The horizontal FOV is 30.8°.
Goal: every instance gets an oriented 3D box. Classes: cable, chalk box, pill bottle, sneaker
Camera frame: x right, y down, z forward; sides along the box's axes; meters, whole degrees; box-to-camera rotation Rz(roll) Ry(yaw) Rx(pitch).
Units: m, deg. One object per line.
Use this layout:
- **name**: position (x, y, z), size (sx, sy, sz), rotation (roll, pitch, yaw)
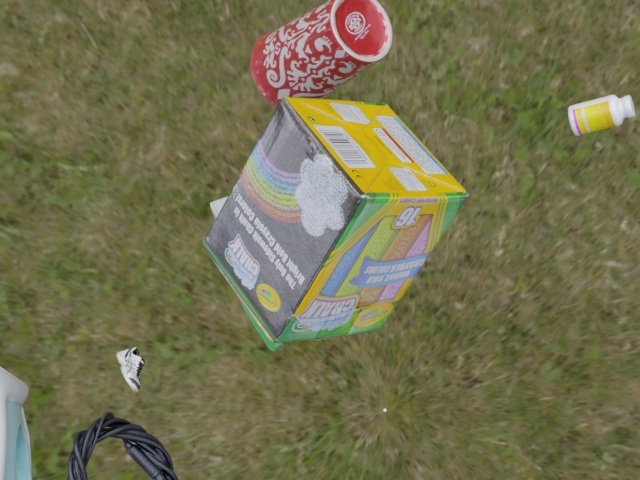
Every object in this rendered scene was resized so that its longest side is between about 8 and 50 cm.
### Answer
- **cable**: position (-0.242, 0.302, 1.436), size (0.150, 0.047, 0.184), rotation (0, 76, -32)
- **chalk box**: position (0.000, 0.000, 1.003), size (0.132, 0.132, 0.213), rotation (52, 127, 31)
- **pill bottle**: position (0.381, -0.172, 1.577), size (0.083, 0.043, 0.043), rotation (-13, 81, 24)
- **sneaker**: position (-0.275, 0.188, 1.717), size (0.037, 0.032, 0.083), rotation (-23, 45, -7)

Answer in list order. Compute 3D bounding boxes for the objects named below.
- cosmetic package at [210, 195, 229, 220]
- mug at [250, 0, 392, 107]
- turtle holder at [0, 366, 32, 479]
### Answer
- **cosmetic package**: position (-0.054, 0.003, 1.783), size (0.183, 0.151, 0.151), rotation (-18, 116, -8)
- **mug**: position (0.005, -0.253, 1.445), size (0.113, 0.169, 0.150), rotation (17, 69, -29)
- **turtle holder**: position (-0.234, 0.140, 0.539), size (0.243, 0.320, 0.227), rotation (27, 76, 23)
